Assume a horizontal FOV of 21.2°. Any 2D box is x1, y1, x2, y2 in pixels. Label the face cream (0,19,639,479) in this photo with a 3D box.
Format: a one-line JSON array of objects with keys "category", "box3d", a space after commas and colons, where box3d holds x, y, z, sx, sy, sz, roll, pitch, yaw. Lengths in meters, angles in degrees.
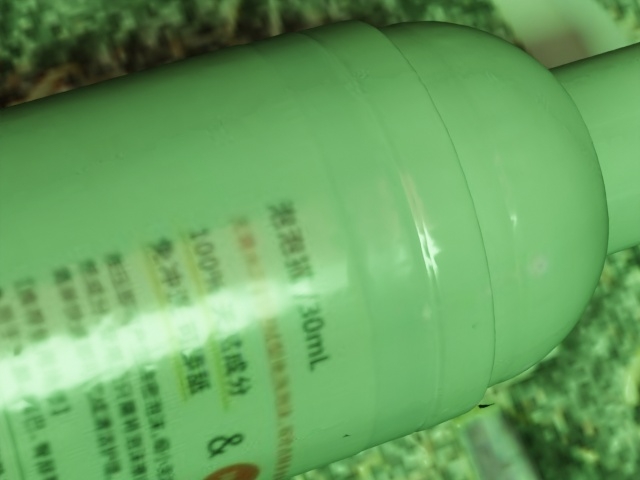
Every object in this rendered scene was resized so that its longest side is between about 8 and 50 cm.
[{"category": "face cream", "box3d": [0.000, 0.000, 0.577, 0.369, 0.145, 0.145, -18, 85, -17]}]
